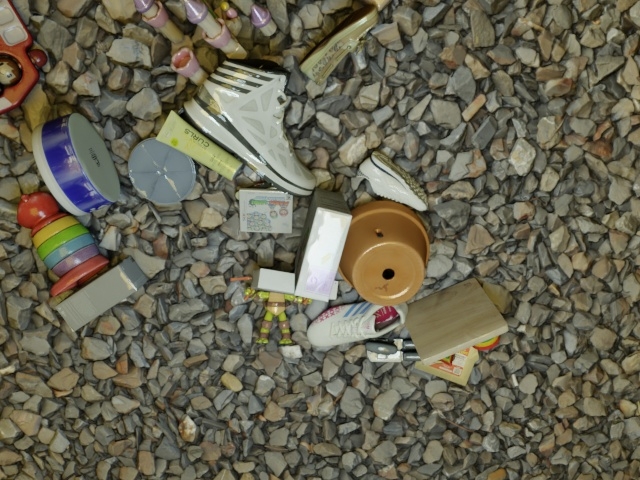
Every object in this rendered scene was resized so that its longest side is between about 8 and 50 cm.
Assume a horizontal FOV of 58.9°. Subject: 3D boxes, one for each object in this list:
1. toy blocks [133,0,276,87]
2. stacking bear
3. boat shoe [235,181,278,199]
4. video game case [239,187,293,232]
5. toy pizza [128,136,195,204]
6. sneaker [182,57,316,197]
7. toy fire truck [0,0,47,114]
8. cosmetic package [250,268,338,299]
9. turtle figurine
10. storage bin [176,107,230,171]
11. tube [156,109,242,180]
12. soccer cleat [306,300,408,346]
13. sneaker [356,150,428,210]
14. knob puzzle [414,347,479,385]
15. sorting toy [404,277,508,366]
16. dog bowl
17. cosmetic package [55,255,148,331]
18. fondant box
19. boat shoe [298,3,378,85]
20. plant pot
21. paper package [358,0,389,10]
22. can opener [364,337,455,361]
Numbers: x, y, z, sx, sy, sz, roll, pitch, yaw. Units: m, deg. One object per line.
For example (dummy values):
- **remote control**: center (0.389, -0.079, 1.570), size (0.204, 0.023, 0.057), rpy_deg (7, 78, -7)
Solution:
- **toy blocks**: center (-0.302, -0.602, 1.408), size (0.309, 0.260, 0.289), rpy_deg (-38, 61, 8)
- **stacking bear**: center (-0.766, -0.011, 1.649), size (0.164, 0.175, 0.289), rpy_deg (-34, 94, 9)
- **boat shoe**: center (-0.185, -0.144, 1.683), size (0.133, 0.042, 0.049), rpy_deg (-8, 129, 2)
- **video game case**: center (-0.161, -0.087, 1.684), size (0.157, 0.019, 0.143), rpy_deg (2, 122, -2)
- **toy pizza**: center (-0.461, -0.204, 1.659), size (0.201, 0.032, 0.201), rpy_deg (2, 111, 4)
- **sneaker**: center (-0.115, -0.308, 1.513), size (0.257, 0.169, 0.447), rpy_deg (-47, 128, 11)
- **toy fire truck**: center (-0.896, -0.506, 1.533), size (0.254, 0.169, 0.302), rpy_deg (-31, 103, -13)
- **cosmetic package**: center (-0.077, 0.131, 1.670), size (0.239, 0.099, 0.061), rpy_deg (11, 79, -18)
- **turtle figurine**: center (-0.150, 0.203, 1.733), size (0.269, 0.087, 0.217), rpy_deg (6, 80, -19)
- **storage bin**: center (-0.334, -0.298, 1.621), size (0.180, 0.084, 0.122), rpy_deg (42, 99, -9)
- **tube**: center (-0.330, -0.252, 1.561), size (0.240, 0.062, 0.070), rpy_deg (33, 60, -3)
- **soccer cleat**: center (0.106, 0.251, 1.721), size (0.331, 0.143, 0.116), rpy_deg (-22, 103, 10)
- **sneaker**: center (0.216, -0.160, 1.674), size (0.235, 0.090, 0.095), rpy_deg (39, 117, -9)
- **knob puzzle**: center (0.409, 0.342, 1.808), size (0.213, 0.030, 0.213), rpy_deg (1, 95, 10)
- **sorting toy**: center (0.395, 0.257, 1.687), size (0.257, 0.255, 0.089), rpy_deg (-23, 118, 4)
- **dog bowl**: center (-0.657, -0.207, 1.543), size (0.104, 0.265, 0.265), rpy_deg (-20, 103, 2)
- **cosmetic package**: center (-0.651, 0.155, 1.700), size (0.238, 0.127, 0.107), rpy_deg (-29, 102, 7)
- **fondant box**: center (0.000, 0.000, 1.571), size (0.096, 0.330, 0.238), rpy_deg (14, 103, -4)
- **boat shoe**: center (0.060, -0.522, 1.524), size (0.089, 0.105, 0.285), rpy_deg (44, 140, -20)
- **plant pot**: center (0.184, 0.053, 1.629), size (0.290, 0.203, 0.291), rpy_deg (-1, 113, -2)
- **paper package**: center (0.145, -0.809, 1.468), size (0.309, 0.168, 0.325), rpy_deg (-43, 101, 8)
- **can opener**: center (0.279, 0.348, 1.774), size (0.280, 0.093, 0.074), rpy_deg (-1, 92, 5)
